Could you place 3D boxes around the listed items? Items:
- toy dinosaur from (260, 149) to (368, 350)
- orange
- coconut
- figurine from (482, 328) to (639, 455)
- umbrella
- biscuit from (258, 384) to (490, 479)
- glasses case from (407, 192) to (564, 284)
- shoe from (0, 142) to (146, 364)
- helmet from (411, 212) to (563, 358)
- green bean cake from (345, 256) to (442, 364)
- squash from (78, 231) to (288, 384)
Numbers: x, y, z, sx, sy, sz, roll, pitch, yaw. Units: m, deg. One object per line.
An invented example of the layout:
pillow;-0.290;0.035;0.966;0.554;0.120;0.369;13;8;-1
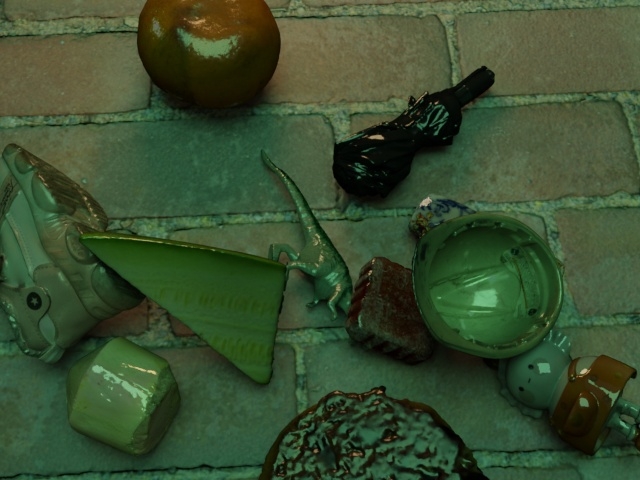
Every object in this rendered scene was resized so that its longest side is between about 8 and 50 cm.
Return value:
toy dinosaur;-0.039;0.009;1.409;0.129;0.076;0.383;-16;70;-38
orange;-0.183;-0.325;1.521;0.240;0.171;0.240;1;68;-3
coconut;-0.283;0.215;1.286;0.152;0.147;0.147;22;67;12
figurine;0.351;0.207;1.307;0.143;0.143;0.271;-40;46;-17
umbrella;0.161;-0.186;1.504;0.340;0.118;0.118;-38;70;-22
biscuit;0.081;0.359;1.253;0.334;0.081;0.289;40;72;21
glasses case;0.254;0.012;1.420;0.248;0.065;0.087;32;69;13
shoe;-0.423;0.013;1.367;0.198;0.172;0.351;-43;56;3
helmet;0.203;0.073;1.305;0.257;0.137;0.204;0;77;-28
green bean cake;0.110;0.106;1.361;0.135;0.056;0.136;27;58;-16
squash;-0.200;0.083;1.313;0.288;0.203;0.111;6;20;-11
